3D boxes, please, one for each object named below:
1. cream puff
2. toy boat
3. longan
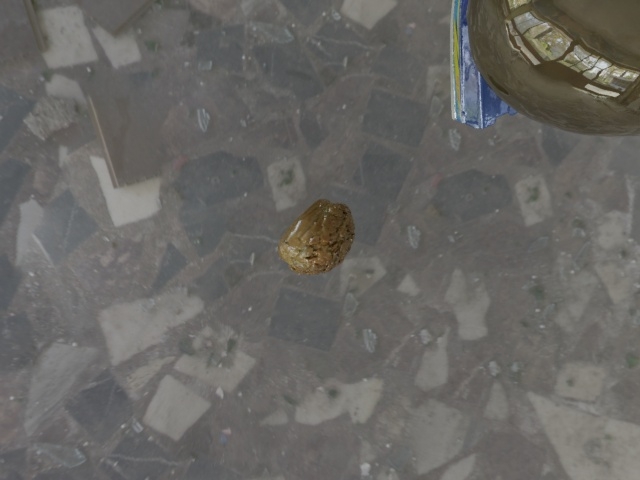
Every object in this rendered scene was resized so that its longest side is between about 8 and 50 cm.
[{"bbox_3d":[0.000,0.000,1.201,0.115,0.150,0.165,44,104,11],"label":"cream puff"},{"bbox_3d":[0.255,-0.332,0.967,0.129,0.088,0.295,-27,128,-21],"label":"toy boat"},{"bbox_3d":[0.249,-0.204,0.532,0.245,0.215,0.246,0,87,4],"label":"longan"}]
